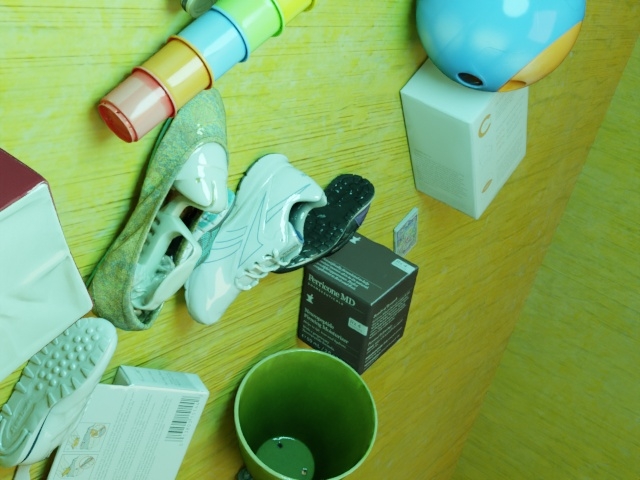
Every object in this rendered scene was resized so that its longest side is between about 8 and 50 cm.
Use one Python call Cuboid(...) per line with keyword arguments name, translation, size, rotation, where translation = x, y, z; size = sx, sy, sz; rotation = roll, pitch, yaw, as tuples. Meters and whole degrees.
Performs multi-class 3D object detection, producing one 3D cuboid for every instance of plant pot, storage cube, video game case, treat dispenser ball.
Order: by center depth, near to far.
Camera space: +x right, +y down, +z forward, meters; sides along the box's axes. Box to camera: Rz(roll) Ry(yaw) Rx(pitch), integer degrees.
Cuboid(name="storage cube", translation=(-0.359, 0.016, 0.745), size=(0.215, 0.193, 0.183), rotation=(-41, 148, -32))
Cuboid(name="treat dispenser ball", translation=(0.309, -0.403, 1.391), size=(0.288, 0.288, 0.288), rotation=(-41, 147, -34))
Cuboid(name="plant pot", translation=(-0.055, 0.409, 1.629), size=(0.275, 0.275, 0.293), rotation=(-41, 163, -34))
Cuboid(name="video game case", translation=(0.202, -0.011, 1.894), size=(0.087, 0.011, 0.122), rotation=(-45, 149, -28))

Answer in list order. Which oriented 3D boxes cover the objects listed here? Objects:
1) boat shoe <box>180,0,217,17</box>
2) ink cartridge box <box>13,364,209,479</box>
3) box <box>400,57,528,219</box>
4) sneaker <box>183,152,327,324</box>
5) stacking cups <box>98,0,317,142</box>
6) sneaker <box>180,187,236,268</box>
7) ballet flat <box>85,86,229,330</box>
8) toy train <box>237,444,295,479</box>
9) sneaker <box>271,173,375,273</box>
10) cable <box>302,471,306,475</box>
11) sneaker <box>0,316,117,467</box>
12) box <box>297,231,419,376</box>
Cuboid(name="boat shoe", translation=(-0.129, -0.337, 0.959), size=(0.152, 0.049, 0.056), rotation=(-60, 172, -11))
Cuboid(name="ink cartridge box", translation=(-0.341, 0.333, 1.230), size=(0.261, 0.066, 0.296), rotation=(14, 105, -36))
Cuboid(name="box", translation=(0.310, -0.242, 1.683), size=(0.215, 0.168, 0.345), rotation=(-51, 152, -18))
Cuboid(name="sneaker", translation=(-0.105, 0.007, 1.249), size=(0.297, 0.129, 0.111), rotation=(-59, 154, -2))
Cuboid(name="stacking cups", translation=(-0.134, -0.236, 0.994), size=(0.316, 0.096, 0.096), rotation=(-49, 151, -24))
Cuboid(name="sneaker", translation=(-0.182, -0.006, 1.182), size=(0.166, 0.065, 0.076), rotation=(-49, 154, -3))
Cuboid(name="ballet flat", translation=(-0.191, -0.034, 1.074), size=(0.348, 0.123, 0.123), rotation=(-61, 153, 1))
Cuboid(name="toy train", translation=(-0.104, 0.519, 1.776), size=(0.184, 0.105, 0.080), rotation=(-42, 148, -32))
Cuboid(name="sneaker", translation=(0.000, 0.000, 1.458), size=(0.283, 0.107, 0.124), rotation=(-38, 152, -37))
Cuboid(name="cable", translation=(0.016, 0.462, 1.951), size=(0.257, 0.089, 0.257), rotation=(-51, 151, -19))
Cuboid(name="sneaker", translation=(-0.344, 0.201, 1.073), size=(0.235, 0.090, 0.095), rotation=(-50, 151, 5))
Cuboid(name="box", translation=(0.073, 0.126, 1.628), size=(0.167, 0.169, 0.203), rotation=(-34, 143, -40))
